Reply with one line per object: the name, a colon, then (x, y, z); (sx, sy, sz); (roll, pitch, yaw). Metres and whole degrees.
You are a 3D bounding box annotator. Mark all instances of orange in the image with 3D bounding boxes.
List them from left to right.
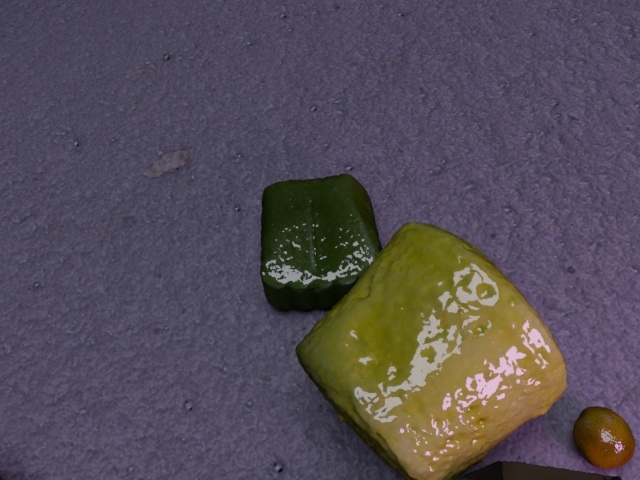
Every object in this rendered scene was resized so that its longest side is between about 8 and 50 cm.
orange: (0.428, 0.297, 1.123); (0.085, 0.085, 0.095); (-17, 58, -3)

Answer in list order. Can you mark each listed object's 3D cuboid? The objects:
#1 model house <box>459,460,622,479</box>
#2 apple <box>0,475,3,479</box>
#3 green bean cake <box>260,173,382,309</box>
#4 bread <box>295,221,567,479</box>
model house: (0.284, 0.440, 0.978); (0.211, 0.204, 0.243); (-5, 84, 43)
apple: (-0.625, 0.439, 1.067); (0.348, 0.277, 0.348); (-4, 57, 5)
green bean cake: (0.000, 0.000, 1.362); (0.222, 0.125, 0.248); (-6, 58, 3)
bread: (0.156, 0.176, 1.094); (0.308, 0.348, 0.348); (-41, 60, -14)
